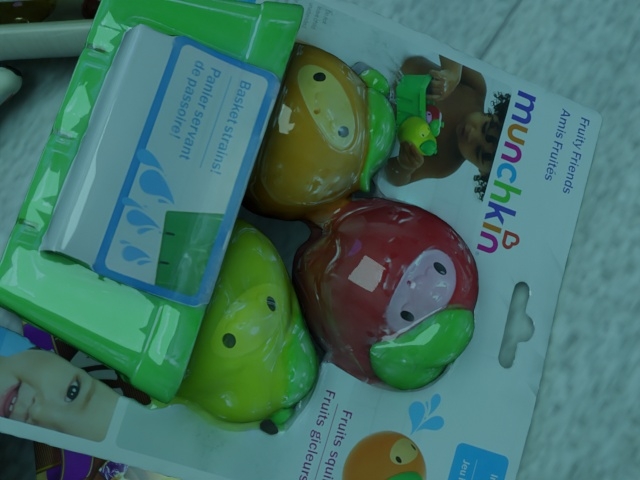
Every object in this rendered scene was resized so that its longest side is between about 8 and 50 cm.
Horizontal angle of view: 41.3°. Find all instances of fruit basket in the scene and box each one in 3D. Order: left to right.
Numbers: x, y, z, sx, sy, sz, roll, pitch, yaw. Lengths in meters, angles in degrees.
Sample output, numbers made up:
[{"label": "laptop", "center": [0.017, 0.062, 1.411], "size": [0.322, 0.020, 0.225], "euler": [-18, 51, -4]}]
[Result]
[{"label": "fruit basket", "center": [0.000, 0.000, 0.522], "size": [0.353, 0.165, 0.327], "euler": [20, 78, -9]}]

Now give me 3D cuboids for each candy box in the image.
[{"label": "candy box", "center": [-0.140, 0.136, 0.593], "size": [0.109, 0.053, 0.187], "euler": [-11, 78, 6]}]

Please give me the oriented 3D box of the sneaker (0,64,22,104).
[{"label": "sneaker", "center": [-0.294, -0.073, 0.671], "size": [0.161, 0.057, 0.075], "euler": [-32, 93, 0]}]

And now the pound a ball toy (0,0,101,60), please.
[{"label": "pound a ball toy", "center": [-0.210, -0.231, 0.662], "size": [0.319, 0.136, 0.208], "euler": [-1, 53, 10]}]
